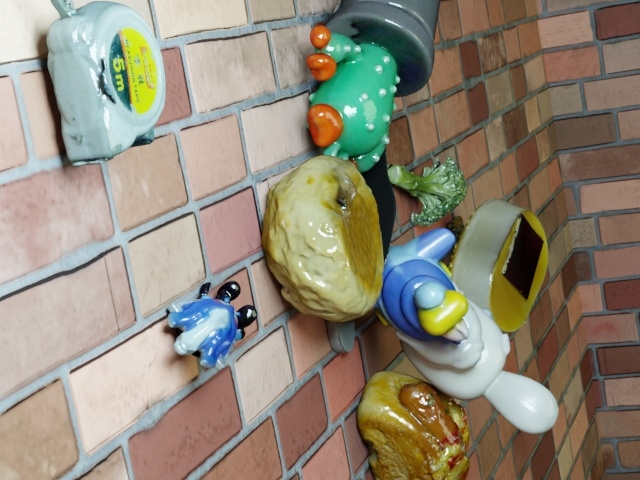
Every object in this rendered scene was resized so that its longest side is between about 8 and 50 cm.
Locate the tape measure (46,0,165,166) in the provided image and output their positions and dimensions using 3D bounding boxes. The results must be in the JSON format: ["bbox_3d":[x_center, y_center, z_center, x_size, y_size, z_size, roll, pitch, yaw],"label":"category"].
[{"bbox_3d":[-0.237,-0.249,1.336,0.164,0.084,0.330,-36,119,-68],"label":"tape measure"}]

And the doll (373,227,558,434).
[{"bbox_3d":[0.181,0.110,2.018,0.187,0.376,0.365,-59,139,-18],"label":"doll"}]

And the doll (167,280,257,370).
[{"bbox_3d":[-0.131,0.101,1.539,0.096,0.070,0.195,51,22,0],"label":"doll"}]

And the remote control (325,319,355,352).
[{"bbox_3d":[0.020,0.050,1.997,0.077,0.022,0.245,-20,102,-67],"label":"remote control"}]

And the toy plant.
[{"bbox_3d":[0.077,-0.263,2.036,0.279,0.185,0.400,104,4,-56],"label":"toy plant"}]

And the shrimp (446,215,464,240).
[{"bbox_3d":[0.278,-0.009,2.671,0.127,0.025,0.091,16,71,-70],"label":"shrimp"}]

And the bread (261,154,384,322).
[{"bbox_3d":[0.000,0.000,1.813,0.244,0.134,0.244,-10,90,-69],"label":"bread"}]

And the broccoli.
[{"bbox_3d":[0.184,-0.100,2.387,0.204,0.122,0.118,12,57,-53],"label":"broccoli"}]

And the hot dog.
[{"bbox_3d":[0.161,0.329,2.093,0.150,0.153,0.256,-61,140,-56],"label":"hot dog"}]

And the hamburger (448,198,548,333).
[{"bbox_3d":[0.342,0.056,2.627,0.295,0.151,0.227,-57,135,-32],"label":"hamburger"}]

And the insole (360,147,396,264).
[{"bbox_3d":[0.082,-0.048,2.033,0.009,0.119,0.348,26,32,-18],"label":"insole"}]
